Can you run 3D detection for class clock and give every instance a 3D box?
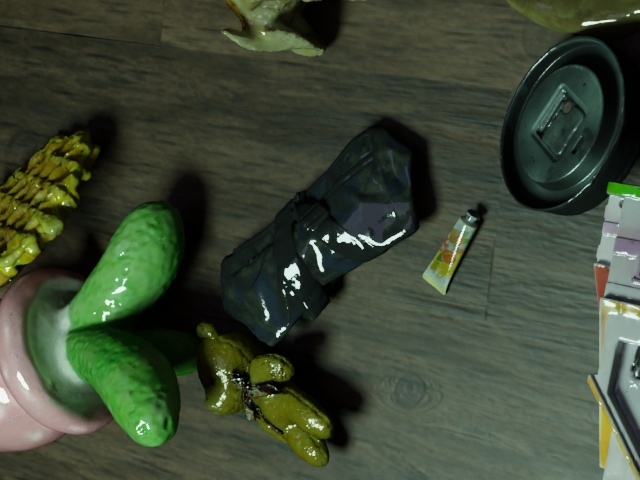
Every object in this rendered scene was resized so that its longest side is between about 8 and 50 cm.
[{"bbox_3d":[0.369,0.115,1.621,0.235,0.166,0.309,13,93,35],"label":"clock"},{"bbox_3d":[0.254,-0.113,1.720,0.184,0.040,0.184,-32,50,47],"label":"clock"}]

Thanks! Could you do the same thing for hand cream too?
[{"bbox_3d":[0.144,0.011,1.863,0.035,0.022,0.102,40,120,22],"label":"hand cream"}]

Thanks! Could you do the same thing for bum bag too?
[{"bbox_3d":[0.000,0.000,1.937,0.310,0.074,0.137,-42,63,29],"label":"bum bag"}]

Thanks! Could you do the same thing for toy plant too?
[{"bbox_3d":[-0.289,0.148,2.056,0.356,0.210,0.317,-20,52,30],"label":"toy plant"}]

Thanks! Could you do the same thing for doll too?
[{"bbox_3d":[-0.070,0.183,1.969,0.209,0.097,0.137,36,150,34],"label":"doll"}]

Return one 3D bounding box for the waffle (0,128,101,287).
[{"bbox_3d":[-0.370,-0.038,2.139,0.238,0.059,0.243,-34,31,36],"label":"waffle"}]

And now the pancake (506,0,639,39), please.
[{"bbox_3d":[0.288,-0.346,1.718,0.294,0.049,0.294,3,95,34],"label":"pancake"}]

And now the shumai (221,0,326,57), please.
[{"bbox_3d":[-0.027,-0.342,1.895,0.262,0.267,0.314,118,155,-56],"label":"shumai"}]
